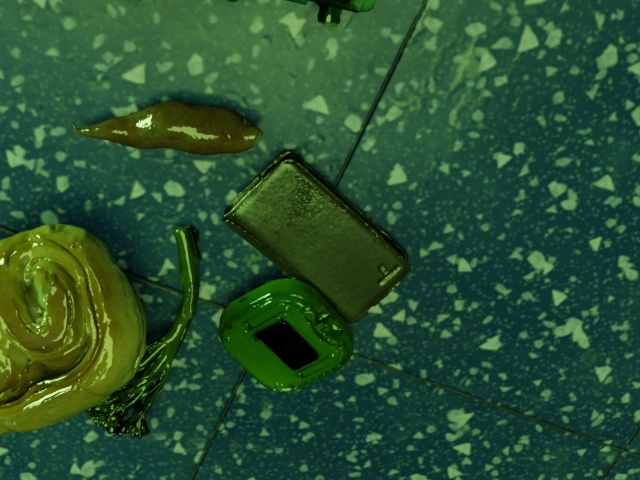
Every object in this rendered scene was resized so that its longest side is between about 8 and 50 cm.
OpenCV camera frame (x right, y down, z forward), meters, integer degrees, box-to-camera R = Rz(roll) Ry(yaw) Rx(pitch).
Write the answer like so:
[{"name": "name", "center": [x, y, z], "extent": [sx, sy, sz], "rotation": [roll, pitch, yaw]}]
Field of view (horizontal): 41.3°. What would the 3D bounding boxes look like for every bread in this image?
[{"name": "bread", "center": [-0.296, 0.093, 0.884], "extent": [0.236, 0.120, 0.198], "rotation": [-24, 96, 11]}]

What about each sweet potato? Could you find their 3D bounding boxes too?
[{"name": "sweet potato", "center": [-0.155, -0.114, 0.858], "extent": [0.195, 0.056, 0.056], "rotation": [2, 115, 0]}]

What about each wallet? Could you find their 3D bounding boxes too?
[{"name": "wallet", "center": [0.000, 0.000, 0.931], "extent": [0.198, 0.031, 0.110], "rotation": [41, 105, -20]}]

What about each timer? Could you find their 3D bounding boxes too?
[{"name": "timer", "center": [-0.039, 0.110, 0.958], "extent": [0.128, 0.047, 0.140], "rotation": [-28, 121, 22]}]

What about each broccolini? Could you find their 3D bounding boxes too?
[{"name": "broccolini", "center": [-0.212, 0.096, 0.957], "extent": [0.123, 0.062, 0.271], "rotation": [18, 105, -17]}]

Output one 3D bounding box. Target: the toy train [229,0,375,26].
[{"name": "toy train", "center": [-0.068, -0.296, 0.747], "extent": [0.298, 0.120, 0.194], "rotation": [11, 121, -9]}]
